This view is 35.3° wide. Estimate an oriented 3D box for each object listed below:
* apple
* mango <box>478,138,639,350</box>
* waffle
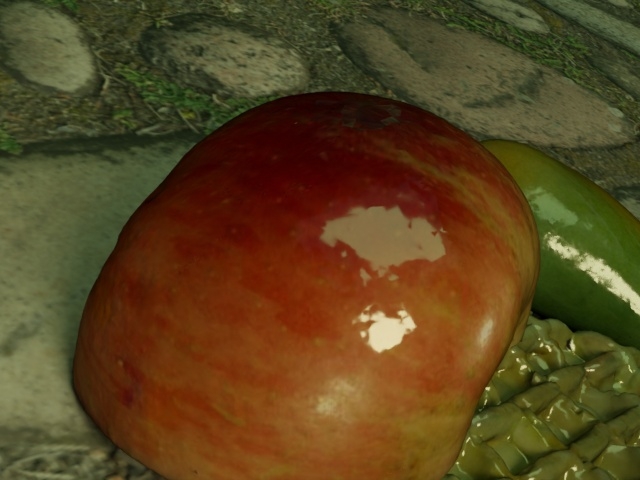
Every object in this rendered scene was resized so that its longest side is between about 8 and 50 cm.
[{"bbox_3d":[0.000,0.000,0.595,0.251,0.163,0.293,16,29,20],"label":"apple"},{"bbox_3d":[0.207,0.008,0.819,0.251,0.114,0.156,29,13,10],"label":"mango"},{"bbox_3d":[0.170,0.145,0.643,0.292,0.056,0.309,20,30,-3],"label":"waffle"}]
